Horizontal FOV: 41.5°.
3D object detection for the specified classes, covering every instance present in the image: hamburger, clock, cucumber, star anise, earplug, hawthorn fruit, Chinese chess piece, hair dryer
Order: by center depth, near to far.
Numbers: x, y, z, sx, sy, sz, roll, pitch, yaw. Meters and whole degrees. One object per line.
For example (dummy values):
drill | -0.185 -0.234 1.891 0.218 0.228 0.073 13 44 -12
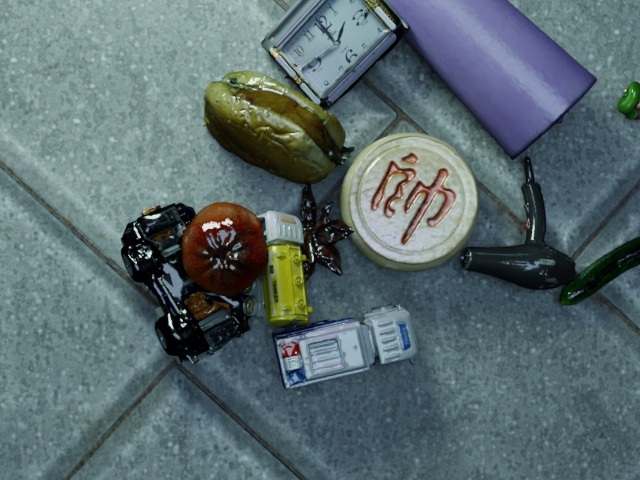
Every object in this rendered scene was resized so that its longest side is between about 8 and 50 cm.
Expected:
hawthorn fruit | -0.168 0.005 1.512 0.157 0.194 0.156 0 113 -1
hamburger | -0.087 -0.212 1.575 0.309 0.211 0.132 29 81 -1
earplug | 0.292 -0.384 1.618 0.215 0.215 0.456 -44 87 -5
star anise | 0.003 0.001 1.619 0.157 0.053 0.212 15 85 37
clock | 0.026 -0.391 1.620 0.253 0.083 0.186 -41 90 26
Chinese chess piece | 0.171 -0.073 1.634 0.270 0.112 0.269 0 86 -4
hair dryer | 0.387 -0.040 1.667 0.236 0.091 0.271 8 73 -14
cucumber | 0.591 0.047 1.684 0.284 0.056 0.056 -30 90 -9

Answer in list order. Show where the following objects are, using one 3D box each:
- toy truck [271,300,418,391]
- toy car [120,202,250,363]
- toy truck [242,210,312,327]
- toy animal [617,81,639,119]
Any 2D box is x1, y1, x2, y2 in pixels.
toy truck | 0.051 0.200 1.589 0.268 0.155 0.124 -13 88 -5
toy car | -0.252 0.072 1.596 0.193 0.118 0.301 -26 85 -24
toy truck | -0.078 0.056 1.573 0.098 0.114 0.226 11 64 -42
toy animal | 0.705 -0.262 1.682 0.208 0.100 0.103 27 125 10
